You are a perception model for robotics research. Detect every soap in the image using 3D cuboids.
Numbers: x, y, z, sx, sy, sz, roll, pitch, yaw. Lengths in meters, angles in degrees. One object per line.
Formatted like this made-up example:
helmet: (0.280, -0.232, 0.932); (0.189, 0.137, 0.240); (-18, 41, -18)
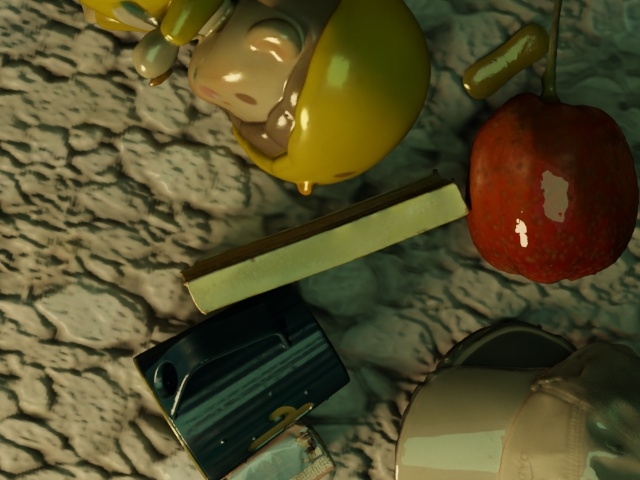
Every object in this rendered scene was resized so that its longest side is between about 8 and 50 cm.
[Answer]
soap: (0.166, -0.159, 1.609); (0.089, 0.012, 0.034); (-37, 104, 1)
soap: (0.000, 0.001, 1.580); (0.252, 0.092, 0.037); (-21, 99, -3)

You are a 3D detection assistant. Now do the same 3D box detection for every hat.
hat: (0.202, 0.197, 1.620); (0.275, 0.161, 0.232); (3, 97, -5)

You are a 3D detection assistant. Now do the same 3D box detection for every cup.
cup: (-0.069, 0.110, 1.563); (0.155, 0.176, 0.131); (-32, 67, -6)

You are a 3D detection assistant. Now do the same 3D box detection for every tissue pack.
tissue pack: (-0.039, 0.203, 1.628); (0.094, 0.074, 0.059); (-36, 101, -2)

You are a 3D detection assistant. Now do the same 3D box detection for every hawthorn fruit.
hawthorn fruit: (0.203, -0.105, 1.555); (0.165, 0.165, 0.285); (1, 99, -8)

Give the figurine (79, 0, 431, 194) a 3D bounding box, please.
figurine: (-0.070, -0.174, 1.455); (0.343, 0.215, 0.187); (29, 83, -25)
